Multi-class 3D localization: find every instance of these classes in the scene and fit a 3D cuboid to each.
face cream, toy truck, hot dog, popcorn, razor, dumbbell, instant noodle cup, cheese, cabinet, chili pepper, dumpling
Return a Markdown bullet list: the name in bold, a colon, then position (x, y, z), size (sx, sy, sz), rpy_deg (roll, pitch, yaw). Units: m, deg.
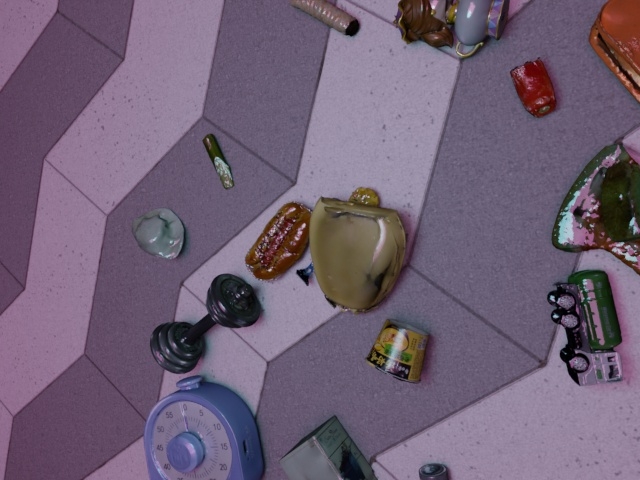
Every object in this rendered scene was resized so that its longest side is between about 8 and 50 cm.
- **face cream**: position (0.307, 0.718, 1.202), size (0.073, 0.073, 0.283), rpy_deg (-10, 88, 25)
- **toy truck**: position (0.585, 0.188, 1.042), size (0.125, 0.101, 0.242), rpy_deg (-10, 86, 13)
- **hot dog**: position (-0.112, 0.007, 1.364), size (0.144, 0.075, 0.268), rpy_deg (44, 106, 19)
- **popcorn**: position (0.112, -0.110, 1.271), size (0.084, 0.084, 0.084), rpy_deg (1, 93, 25)
- **razor**: position (0.000, 0.000, 1.332), size (0.082, 0.042, 0.253), rpy_deg (37, 108, 57)
- **dumbbell**: position (-0.347, 0.252, 1.426), size (0.406, 0.179, 0.179), rpy_deg (-39, 77, 22)
- **instant noodle cup**: position (0.203, 0.274, 1.201), size (0.151, 0.151, 0.122), rpy_deg (22, 90, 22)
- **cheese**: position (0.090, 0.050, 1.230), size (0.260, 0.128, 0.315), rpy_deg (14, 111, 31)
- **cabinet**: position (0.026, 0.621, 1.288), size (0.150, 0.145, 0.206), rpy_deg (-43, 75, 20)
- **chili pepper**: position (0.485, -0.342, 1.081), size (0.070, 0.073, 0.123), rpy_deg (-37, 70, 65)
- **dumpling**: position (-0.533, -0.025, 1.538), size (0.219, 0.108, 0.152), rpy_deg (29, 104, 18)

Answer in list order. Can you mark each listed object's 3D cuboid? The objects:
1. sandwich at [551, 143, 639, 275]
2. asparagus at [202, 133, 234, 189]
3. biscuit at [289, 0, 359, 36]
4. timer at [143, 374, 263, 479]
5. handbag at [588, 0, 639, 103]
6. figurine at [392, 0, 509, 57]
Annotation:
- **sandwich**: position (0.646, -0.027, 0.969), size (0.301, 0.162, 0.250), rpy_deg (38, 111, 22)
- **asparagus**: position (-0.315, -0.243, 1.465), size (0.045, 0.041, 0.178), rpy_deg (-30, 81, 31)
- **biscuit**: position (0.009, -0.620, 1.292), size (0.219, 0.055, 0.061), rpy_deg (39, 88, 20)
- **timer**: position (-0.378, 0.611, 1.459), size (0.395, 0.173, 0.395), rpy_deg (1, 93, 26)
- **handbag**: position (0.772, -0.380, 0.926), size (0.303, 0.116, 0.410), rpy_deg (-38, 78, 18)
- **figurine**: position (0.298, -0.535, 1.120), size (0.263, 0.142, 0.189), rpy_deg (16, 122, 24)
